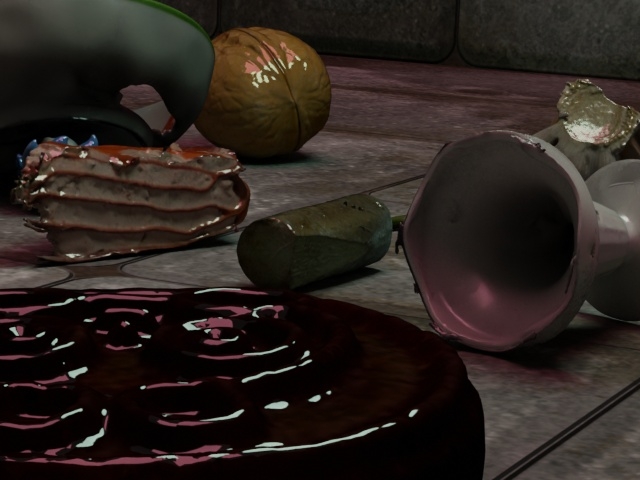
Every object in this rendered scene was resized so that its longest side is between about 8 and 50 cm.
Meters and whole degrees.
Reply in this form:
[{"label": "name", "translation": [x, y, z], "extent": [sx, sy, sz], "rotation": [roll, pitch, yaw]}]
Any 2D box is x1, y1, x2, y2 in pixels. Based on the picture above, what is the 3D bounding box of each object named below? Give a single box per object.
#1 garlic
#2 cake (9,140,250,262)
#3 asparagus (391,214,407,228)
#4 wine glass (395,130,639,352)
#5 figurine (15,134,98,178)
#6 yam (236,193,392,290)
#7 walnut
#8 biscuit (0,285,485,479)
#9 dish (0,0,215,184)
[{"label": "garlic", "translation": [0.274, -0.075, 2.048], "extent": [0.131, 0.127, 0.194], "rotation": [23, -12, 11]}, {"label": "cake", "translation": [-0.166, -0.041, 1.747], "extent": [0.135, 0.098, 0.287], "rotation": [8, 12, 29]}, {"label": "asparagus", "translation": [0.082, -0.019, 1.908], "extent": [0.127, 0.018, 0.015], "rotation": [-11, 56, -42]}, {"label": "wine glass", "translation": [0.179, -0.003, 1.469], "extent": [0.165, 0.165, 0.196], "rotation": [12, 11, 41]}, {"label": "figurine", "translation": [-0.242, -0.068, 1.924], "extent": [0.114, 0.114, 0.079], "rotation": [-2, 56, -25]}, {"label": "yam", "translation": [0.000, 0.000, 1.648], "extent": [0.068, 0.068, 0.169], "rotation": [8, 12, 27]}, {"label": "walnut", "translation": [-0.076, -0.177, 2.347], "extent": [0.165, 0.165, 0.197], "rotation": [-2, 19, -24]}, {"label": "biscuit", "translation": [-0.109, 0.091, 1.076], "extent": [0.407, 0.091, 0.407], "rotation": [3, 11, -1]}, {"label": "dish", "translation": [-0.265, -0.130, 2.011], "extent": [0.324, 0.124, 0.324], "rotation": [-4, -20, -1]}]
